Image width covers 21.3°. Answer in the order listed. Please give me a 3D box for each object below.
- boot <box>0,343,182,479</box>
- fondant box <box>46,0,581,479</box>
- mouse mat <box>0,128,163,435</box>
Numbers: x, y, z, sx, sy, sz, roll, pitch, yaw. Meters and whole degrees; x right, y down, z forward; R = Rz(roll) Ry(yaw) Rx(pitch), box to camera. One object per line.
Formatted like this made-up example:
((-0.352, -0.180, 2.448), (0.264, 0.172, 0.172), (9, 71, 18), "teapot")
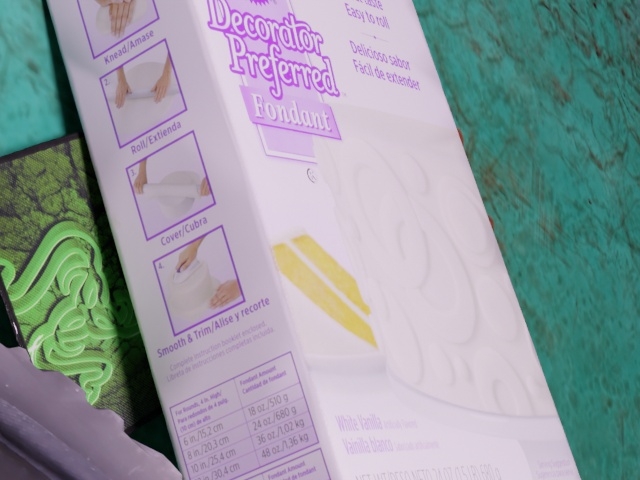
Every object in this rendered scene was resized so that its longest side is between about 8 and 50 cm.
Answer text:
((-0.234, 0.174, 0.416), (0.367, 0.146, 0.445), (42, 43, -4), "boot")
((0.000, 0.000, 0.924), (0.238, 0.096, 0.330), (7, 60, -55), "fondant box")
((-0.106, 0.018, 0.871), (0.190, 0.007, 0.152), (-31, 104, -63), "mouse mat")
